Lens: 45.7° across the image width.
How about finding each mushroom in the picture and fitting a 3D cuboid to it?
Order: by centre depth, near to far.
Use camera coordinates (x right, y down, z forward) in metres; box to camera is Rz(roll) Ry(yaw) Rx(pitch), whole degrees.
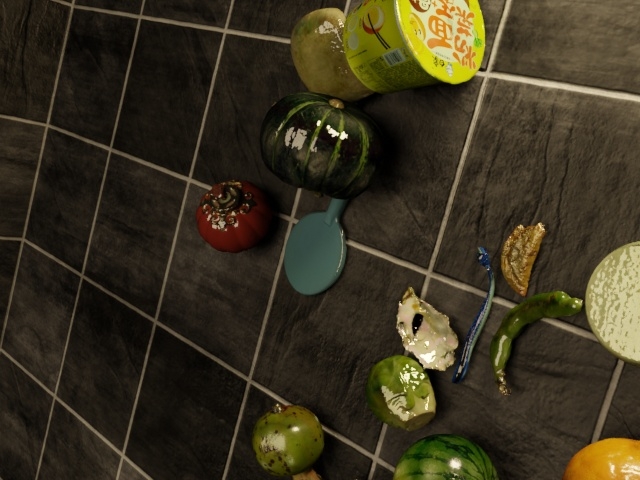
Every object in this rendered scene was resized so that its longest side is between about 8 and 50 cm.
[{"bbox_3d":[0.037,-0.478,2.010,0.292,0.212,0.217,-8,73,34],"label":"mushroom"}]

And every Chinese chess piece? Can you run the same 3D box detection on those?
[{"bbox_3d":[0.642,0.123,1.469,0.250,0.101,0.250,-5,83,41],"label":"Chinese chess piece"}]

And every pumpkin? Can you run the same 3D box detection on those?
[{"bbox_3d":[0.004,-0.244,1.925,0.323,0.323,0.241,39,113,37],"label":"pumpkin"}]

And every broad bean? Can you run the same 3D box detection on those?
[{"bbox_3d":[0.452,0.196,1.647,0.291,0.050,0.144,-58,33,29],"label":"broad bean"}]

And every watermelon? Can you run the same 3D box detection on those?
[{"bbox_3d":[0.275,0.547,1.666,0.242,0.242,0.242,-5,83,41],"label":"watermelon"}]

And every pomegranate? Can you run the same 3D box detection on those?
[{"bbox_3d":[-0.064,0.548,2.018,0.246,0.198,0.198,38,116,-1],"label":"pomegranate"}]

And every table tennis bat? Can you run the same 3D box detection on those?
[{"bbox_3d":[0.000,0.000,2.093,0.215,0.044,0.328,41,115,37],"label":"table tennis bat"}]

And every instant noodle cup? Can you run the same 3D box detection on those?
[{"bbox_3d":[0.211,-0.493,1.804,0.222,0.312,0.311,-11,79,50],"label":"instant noodle cup"}]

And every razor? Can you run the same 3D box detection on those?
[{"bbox_3d":[0.359,0.181,1.752,0.056,0.093,0.323,11,99,6],"label":"razor"}]

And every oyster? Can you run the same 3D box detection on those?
[{"bbox_3d":[0.252,0.222,1.829,0.209,0.072,0.132,39,97,27],"label":"oyster"}]

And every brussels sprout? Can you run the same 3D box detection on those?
[{"bbox_3d":[0.191,0.370,1.826,0.162,0.143,0.180,-21,55,3],"label":"brussels sprout"}]

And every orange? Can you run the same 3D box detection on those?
[{"bbox_3d":[0.566,0.497,1.401,0.261,0.261,0.260,-5,83,41],"label":"orange"}]

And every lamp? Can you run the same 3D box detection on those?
[{"bbox_3d":[-0.252,-0.074,2.206,0.227,0.227,0.226,-5,83,41],"label":"lamp"}]

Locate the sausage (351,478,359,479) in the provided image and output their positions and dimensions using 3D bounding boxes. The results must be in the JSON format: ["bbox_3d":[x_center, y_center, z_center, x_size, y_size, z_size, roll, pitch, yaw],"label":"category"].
[{"bbox_3d":[0.124,0.745,1.863,0.125,0.117,0.317,-29,65,20],"label":"sausage"}]

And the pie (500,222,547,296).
[{"bbox_3d":[0.449,0.032,1.697,0.092,0.034,0.169,31,112,37],"label":"pie"}]
